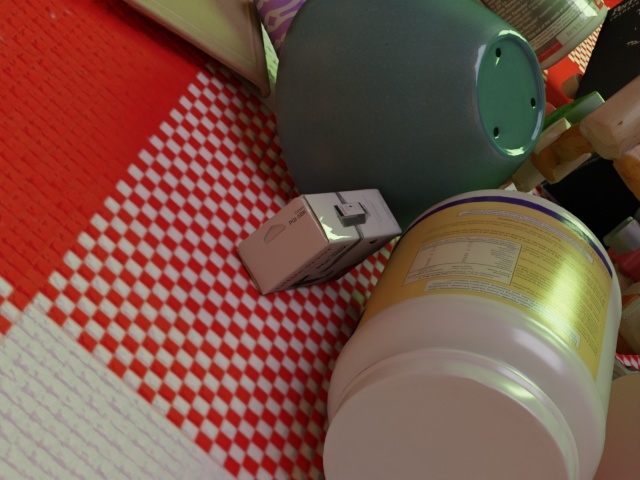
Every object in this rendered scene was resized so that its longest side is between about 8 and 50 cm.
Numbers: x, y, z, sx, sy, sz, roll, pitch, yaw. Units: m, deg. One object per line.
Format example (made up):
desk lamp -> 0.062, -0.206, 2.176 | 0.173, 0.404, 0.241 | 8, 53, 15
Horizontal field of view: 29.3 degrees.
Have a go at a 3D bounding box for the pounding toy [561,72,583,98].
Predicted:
pounding toy -> 0.464, -0.202, 2.059 | 0.206, 0.094, 0.181 | 35, 51, -24

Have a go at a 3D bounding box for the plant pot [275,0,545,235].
plant pot -> 0.120, -0.146, 1.296 | 0.290, 0.195, 0.290 | 1, 89, -49

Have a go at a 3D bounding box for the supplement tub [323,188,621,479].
supplement tub -> 0.144, 0.119, 1.117 | 0.241, 0.241, 0.331 | 46, 30, -8

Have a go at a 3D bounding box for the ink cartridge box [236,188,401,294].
ink cartridge box -> 0.000, 0.000, 1.194 | 0.135, 0.099, 0.056 | -9, 65, -55

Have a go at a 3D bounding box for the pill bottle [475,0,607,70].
pill bottle -> 0.337, -0.441, 2.077 | 0.283, 0.161, 0.161 | 47, 30, -8

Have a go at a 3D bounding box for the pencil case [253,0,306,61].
pencil case -> -0.008, -0.214, 1.409 | 0.088, 0.086, 0.206 | 110, -42, -83

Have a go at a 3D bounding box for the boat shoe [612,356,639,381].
boat shoe -> 0.351, 0.186, 1.510 | 0.190, 0.068, 0.072 | 18, 59, -42

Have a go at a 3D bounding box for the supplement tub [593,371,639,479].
supplement tub -> 0.441, 0.246, 1.433 | 0.272, 0.191, 0.191 | 12, 47, -48

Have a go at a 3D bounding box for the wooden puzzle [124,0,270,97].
wooden puzzle -> -0.151, -0.285, 1.367 | 0.239, 0.044, 0.221 | 34, 33, -37

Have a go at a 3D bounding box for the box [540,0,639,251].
box -> 0.644, -0.225, 1.823 | 0.297, 0.480, 0.472 | 43, 48, -16

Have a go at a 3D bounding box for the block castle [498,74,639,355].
block castle -> 0.374, -0.052, 1.402 | 0.303, 0.213, 0.453 | 54, -15, -3
